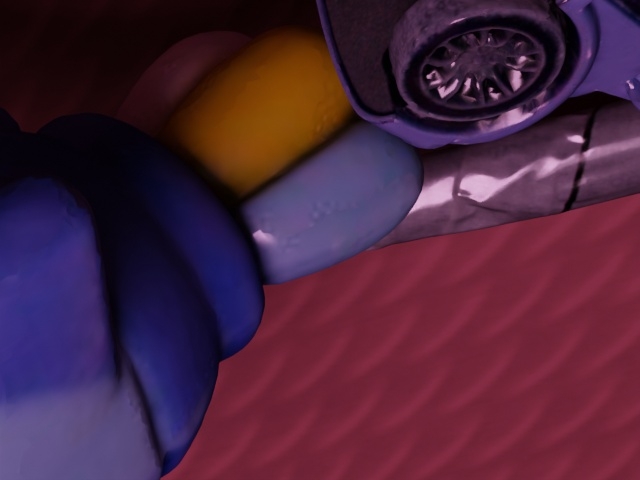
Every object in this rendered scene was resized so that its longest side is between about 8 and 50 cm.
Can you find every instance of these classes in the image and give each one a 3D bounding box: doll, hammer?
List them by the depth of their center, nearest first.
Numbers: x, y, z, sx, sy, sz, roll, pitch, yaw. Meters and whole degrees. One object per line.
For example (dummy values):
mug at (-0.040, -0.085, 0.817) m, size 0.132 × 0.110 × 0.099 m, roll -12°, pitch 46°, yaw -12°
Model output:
doll at (-0.169, 0.013, 0.512) m, size 0.366 × 0.376 × 0.187 m, roll 13°, pitch 164°, yaw 7°
hammer at (0.000, 0.001, 0.652) m, size 0.427 × 0.044 × 0.152 m, roll -12°, pitch 121°, yaw 8°

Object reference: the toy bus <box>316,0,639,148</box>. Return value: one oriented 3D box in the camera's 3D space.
toy bus at (0.134, -0.131, 0.507) m, size 0.292 × 0.125 × 0.133 m, roll -34°, pitch 139°, yaw 29°
